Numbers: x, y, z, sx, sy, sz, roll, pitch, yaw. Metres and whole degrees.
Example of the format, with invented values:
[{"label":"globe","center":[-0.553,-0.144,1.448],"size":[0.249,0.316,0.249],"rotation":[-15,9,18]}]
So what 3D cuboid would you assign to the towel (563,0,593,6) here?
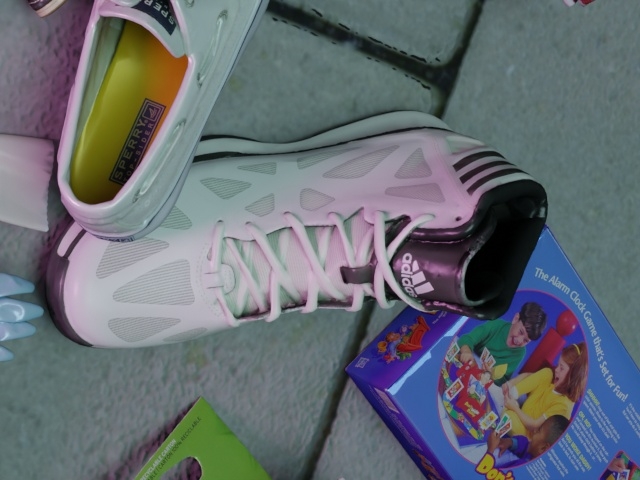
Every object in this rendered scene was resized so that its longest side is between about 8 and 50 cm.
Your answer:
[{"label":"towel","center":[0.255,-0.408,1.685],"size":[0.237,0.037,0.329],"rotation":[47,64,-30]}]

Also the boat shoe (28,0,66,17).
[{"label":"boat shoe","center":[-0.205,-0.256,1.526],"size":[0.049,0.056,0.152],"rotation":[37,73,-27]}]

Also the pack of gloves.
[{"label":"pack of gloves","center":[-0.316,-0.003,1.483],"size":[0.232,0.046,0.195],"rotation":[7,79,-35]}]

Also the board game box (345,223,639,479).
[{"label":"board game box","center":[0.210,0.177,1.862],"size":[0.233,0.078,0.347],"rotation":[-44,120,-15]}]

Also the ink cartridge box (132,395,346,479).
[{"label":"ink cartridge box","center":[-0.051,0.283,1.649],"size":[0.255,0.097,0.189],"rotation":[50,51,-14]}]

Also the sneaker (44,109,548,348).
[{"label":"sneaker","center":[0.000,-0.001,1.586],"size":[0.447,0.257,0.169],"rotation":[-20,111,-26]}]

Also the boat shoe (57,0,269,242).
[{"label":"boat shoe","center":[-0.133,-0.184,1.492],"size":[0.136,0.156,0.367],"rotation":[21,84,8]}]
